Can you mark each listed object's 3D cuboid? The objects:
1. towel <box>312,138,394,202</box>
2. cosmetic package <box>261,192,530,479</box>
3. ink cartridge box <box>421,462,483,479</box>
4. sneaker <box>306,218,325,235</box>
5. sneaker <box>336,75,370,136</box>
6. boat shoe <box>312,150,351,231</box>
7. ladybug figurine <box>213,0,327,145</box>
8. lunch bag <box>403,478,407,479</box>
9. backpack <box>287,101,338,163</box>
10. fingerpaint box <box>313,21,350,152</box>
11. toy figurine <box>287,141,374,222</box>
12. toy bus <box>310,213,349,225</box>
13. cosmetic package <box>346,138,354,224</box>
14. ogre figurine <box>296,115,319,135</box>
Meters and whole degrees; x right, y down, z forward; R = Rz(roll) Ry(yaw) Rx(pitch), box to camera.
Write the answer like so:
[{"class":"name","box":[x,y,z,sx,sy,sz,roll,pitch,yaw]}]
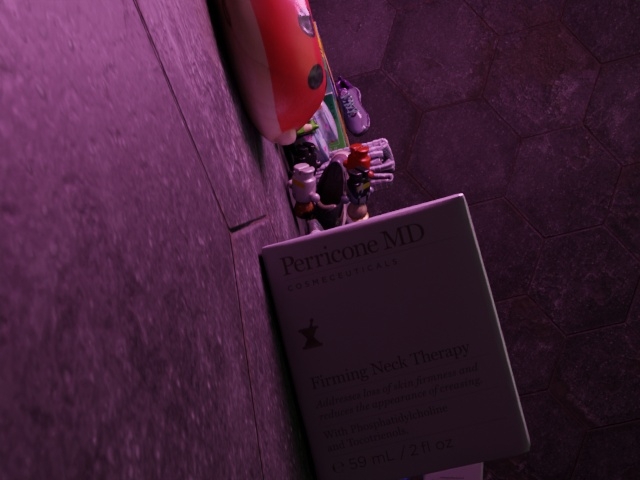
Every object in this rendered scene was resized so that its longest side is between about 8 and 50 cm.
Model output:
[{"class":"towel","box":[0.086,-0.185,1.938,0.235,0.283,0.122,43,34,-79]},{"class":"cosmetic package","box":[0.122,0.159,1.125,0.327,0.329,0.394,4,72,-84]},{"class":"ink cartridge box","box":[0.351,0.429,1.814,0.285,0.166,0.396,-80,169,-76]},{"class":"sneaker","box":[0.000,0.000,1.754,0.167,0.064,0.076,72,1,-58]},{"class":"sneaker","box":[0.092,-0.434,2.124,0.098,0.083,0.224,38,29,-46]},{"class":"boat shoe","box":[0.021,-0.103,1.775,0.092,0.102,0.286,-28,140,-58]},{"class":"ladybug figurine","box":[-0.093,-0.403,1.231,0.305,0.161,0.450,-16,92,-85]},{"class":"lunch bag","box":[0.149,0.529,1.735,0.293,0.138,0.221,35,43,-65]},{"class":"backpack","box":[-0.029,-0.289,1.740,0.166,0.144,0.189,-96,172,-75]},{"class":"fingerpaint box","box":[-0.012,-0.403,2.117,0.445,0.163,0.371,70,7,-50]},{"class":"toy figurine","box":[0.026,-0.137,1.600,0.210,0.212,0.148,-89,-179,-59]},{"class":"toy bus","box":[0.057,0.039,1.982,0.130,0.108,0.333,-91,166,-70]},{"class":"cosmetic package","box":[0.086,-0.158,2.540,0.230,0.161,0.454,-98,173,-46]},{"class":"ogre figurine","box":[-0.075,-0.308,1.561,0.197,0.096,0.118,-22,93,-42]}]
